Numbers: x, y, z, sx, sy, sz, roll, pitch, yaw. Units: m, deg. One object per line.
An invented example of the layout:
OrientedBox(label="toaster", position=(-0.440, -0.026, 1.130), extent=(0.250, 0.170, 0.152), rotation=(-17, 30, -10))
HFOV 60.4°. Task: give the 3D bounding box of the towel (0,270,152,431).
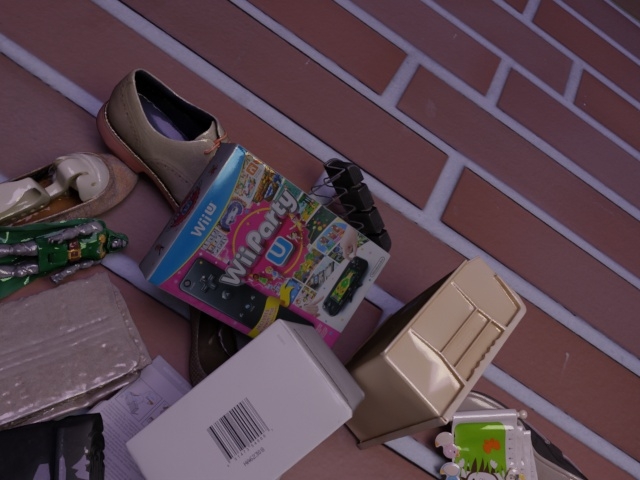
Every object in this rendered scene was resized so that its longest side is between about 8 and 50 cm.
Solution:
OrientedBox(label="towel", position=(-0.393, 0.157, 0.752), extent=(0.282, 0.049, 0.187), rotation=(-18, 57, -29))

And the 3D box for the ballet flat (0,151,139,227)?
OrientedBox(label="ballet flat", position=(-0.415, -0.071, 0.842), extent=(0.316, 0.106, 0.107), rotation=(-36, 83, -34))

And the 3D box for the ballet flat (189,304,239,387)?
OrientedBox(label="ballet flat", position=(-0.164, 0.154, 0.867), extent=(0.084, 0.058, 0.249), rotation=(3, 63, -31))

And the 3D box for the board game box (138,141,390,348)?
OrientedBox(label="board game box", position=(-0.077, 0.031, 0.828), extent=(0.303, 0.097, 0.224), rotation=(34, 86, -26))

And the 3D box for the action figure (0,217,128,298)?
OrientedBox(label="action figure", position=(-0.396, 0.018, 0.811), extent=(0.232, 0.137, 0.063), rotation=(-16, 40, -41))

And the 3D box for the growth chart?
OrientedBox(label="growth chart", position=(0.290, 0.395, 0.918), extent=(0.172, 0.021, 0.237), rotation=(-12, 85, -1))

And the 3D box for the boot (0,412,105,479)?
OrientedBox(label="boot", position=(-0.449, 0.378, 0.531), extent=(0.446, 0.146, 0.366), rotation=(-3, 66, -14))

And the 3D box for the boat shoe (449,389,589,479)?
OrientedBox(label="boat shoe", position=(0.356, 0.384, 0.979), extent=(0.335, 0.095, 0.112), rotation=(39, 91, 2))

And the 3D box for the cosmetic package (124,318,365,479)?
OrientedBox(label="cosmetic package", position=(-0.076, 0.222, 0.693), extent=(0.224, 0.224, 0.138), rotation=(-39, 75, -1))

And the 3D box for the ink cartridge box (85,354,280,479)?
OrientedBox(label="ink cartridge box", position=(-0.214, 0.327, 0.762), extent=(0.275, 0.060, 0.239), rotation=(43, 31, 2))

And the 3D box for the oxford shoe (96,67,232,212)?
OrientedBox(label="oxford shoe", position=(-0.190, -0.117, 0.925), extent=(0.397, 0.147, 0.140), rotation=(38, 52, -16))

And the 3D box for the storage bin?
OrientedBox(label="storage bin", position=(0.156, 0.178, 0.879), extent=(0.123, 0.262, 0.260), rotation=(47, 56, 6))

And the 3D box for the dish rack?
OrientedBox(label="dish rack", position=(0.000, 0.000, 0.971), extent=(0.272, 0.074, 0.208), rotation=(-38, 113, -27))
